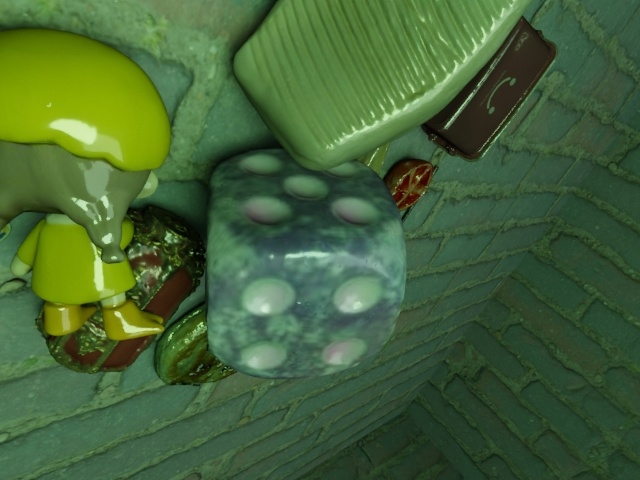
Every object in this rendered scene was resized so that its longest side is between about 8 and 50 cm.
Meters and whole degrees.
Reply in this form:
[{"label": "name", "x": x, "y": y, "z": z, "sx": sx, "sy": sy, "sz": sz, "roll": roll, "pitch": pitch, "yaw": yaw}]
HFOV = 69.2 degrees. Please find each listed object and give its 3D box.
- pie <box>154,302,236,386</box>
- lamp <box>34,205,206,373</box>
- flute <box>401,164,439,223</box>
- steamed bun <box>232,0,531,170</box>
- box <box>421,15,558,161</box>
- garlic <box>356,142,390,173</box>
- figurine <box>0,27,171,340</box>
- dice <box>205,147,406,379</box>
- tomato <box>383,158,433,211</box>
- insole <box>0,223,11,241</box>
[{"label": "pie", "x": -0.237, "y": 0.231, "z": 1.062, "sx": 0.302, "sy": 0.067, "sz": 0.303, "roll": -31, "pitch": 148, "yaw": -22}, {"label": "lamp", "x": -0.301, "y": 0.075, "z": 0.710, "sx": 0.274, "sy": 0.177, "sz": 0.177, "roll": -49, "pitch": 149, "yaw": 8}, {"label": "flute", "x": 0.261, "y": -0.098, "z": 1.327, "sx": 0.014, "sy": 0.014, "sz": 0.270, "roll": -1, "pitch": 128, "yaw": -50}, {"label": "steamed bun", "x": 0.089, "y": -0.274, "z": 0.658, "sx": 0.383, "sy": 0.247, "sz": 0.236, "roll": -40, "pitch": 177, "yaw": 13}, {"label": "box", "x": 0.305, "y": -0.331, "z": 0.946, "sx": 0.167, "sy": 0.193, "sz": 0.294, "roll": 13, "pitch": 117, "yaw": -46}, {"label": "garlic", "x": 0.083, "y": -0.188, "z": 0.918, "sx": 0.087, "sy": 0.101, "sz": 0.196, "roll": 2, "pitch": 120, "yaw": -56}, {"label": "figurine", "x": -0.267, "y": -0.046, "z": 0.514, "sx": 0.214, "sy": 0.187, "sz": 0.344, "roll": -4, "pitch": 114, "yaw": -9}, {"label": "dice", "x": -0.037, "y": 0.032, "z": 0.718, "sx": 0.271, "sy": 0.270, "sz": 0.270, "roll": 0, "pitch": 129, "yaw": -11}, {"label": "tomato", "x": 0.204, "y": -0.147, "z": 1.144, "sx": 0.155, "sy": 0.069, "sz": 0.156, "roll": -31, "pitch": 150, "yaw": -21}, {"label": "insole", "x": -0.484, "y": 0.026, "z": 0.578, "sx": 0.193, "sy": 0.006, "sz": 0.065, "roll": -35, "pitch": 148, "yaw": -17}]
